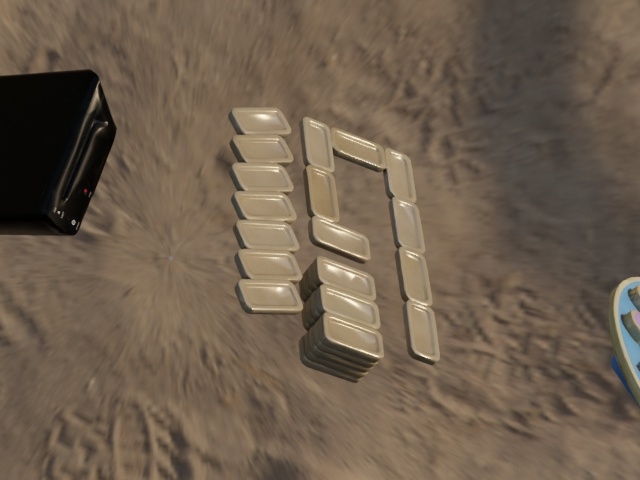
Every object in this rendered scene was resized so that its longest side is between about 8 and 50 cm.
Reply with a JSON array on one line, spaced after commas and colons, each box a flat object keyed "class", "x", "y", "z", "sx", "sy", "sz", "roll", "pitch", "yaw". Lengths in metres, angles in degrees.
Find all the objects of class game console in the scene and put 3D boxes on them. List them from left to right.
[{"class": "game console", "x": -0.287, "y": 0.031, "z": 1.489, "sx": 0.044, "sy": 0.213, "sz": 0.361, "roll": 38, "pitch": 62, "yaw": -42}]

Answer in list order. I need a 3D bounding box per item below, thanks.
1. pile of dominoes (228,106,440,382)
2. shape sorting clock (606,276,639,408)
[{"class": "pile of dominoes", "x": 0.000, "y": 0.000, "z": 1.619, "sx": 0.196, "sy": 0.251, "sz": 0.040, "roll": 20, "pitch": 132, "yaw": -27}, {"class": "shape sorting clock", "x": 0.256, "y": 0.107, "z": 1.228, "sx": 0.040, "sy": 0.206, "sz": 0.206, "roll": -36, "pitch": 93, "yaw": 26}]
